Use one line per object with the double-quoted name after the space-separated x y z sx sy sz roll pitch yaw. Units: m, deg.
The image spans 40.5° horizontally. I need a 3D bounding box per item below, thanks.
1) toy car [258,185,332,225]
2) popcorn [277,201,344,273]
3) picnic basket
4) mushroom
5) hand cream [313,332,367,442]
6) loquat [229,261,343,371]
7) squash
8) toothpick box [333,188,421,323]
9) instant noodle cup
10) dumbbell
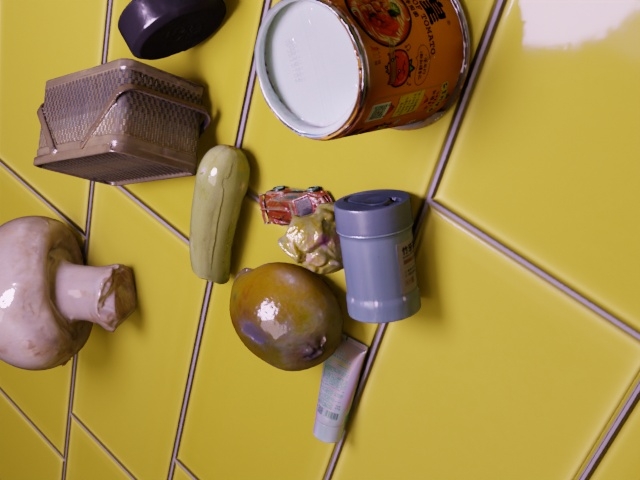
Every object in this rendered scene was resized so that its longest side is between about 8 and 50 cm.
-0.034 -0.047 1.254 0.122 0.035 0.059 5 110 42 "toy car"
-0.001 0.000 1.189 0.089 0.109 0.096 -24 82 50 "popcorn"
-0.309 -0.175 1.342 0.267 0.165 0.139 -2 79 43 "picnic basket"
-0.493 0.093 1.627 0.290 0.297 0.297 -7 106 7 "mushroom"
0.027 0.222 1.314 0.076 0.047 0.174 24 114 35 "hand cream"
-0.055 0.106 1.268 0.195 0.152 0.152 39 131 35 "loquat"
-0.160 -0.036 1.345 0.083 0.083 0.250 34 129 29 "squash"
0.075 0.019 1.133 0.101 0.101 0.153 9 115 41 "toothpick box"
0.040 -0.216 1.012 0.216 0.172 0.215 20 122 36 "instant noodle cup"
-0.246 -0.382 1.225 0.152 0.152 0.218 -34 83 46 "dumbbell"
